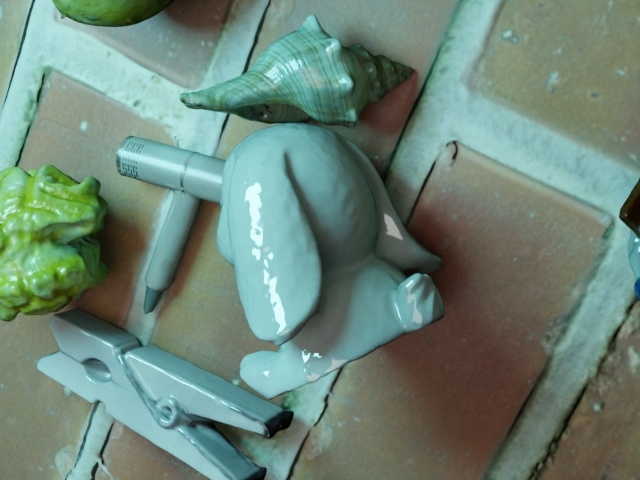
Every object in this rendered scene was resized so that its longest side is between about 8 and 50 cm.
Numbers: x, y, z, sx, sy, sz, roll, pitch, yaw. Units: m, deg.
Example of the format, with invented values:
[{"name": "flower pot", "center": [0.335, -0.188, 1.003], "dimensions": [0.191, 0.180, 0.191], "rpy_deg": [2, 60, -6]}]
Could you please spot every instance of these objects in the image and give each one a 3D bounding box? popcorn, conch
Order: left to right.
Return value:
[{"name": "popcorn", "center": [-0.340, 0.006, 1.187], "dimensions": [0.167, 0.185, 0.187], "rpy_deg": [4, 81, -1]}, {"name": "conch", "center": [-0.019, -0.177, 1.072], "dimensions": [0.234, 0.137, 0.114], "rpy_deg": [0, 77, 11]}]

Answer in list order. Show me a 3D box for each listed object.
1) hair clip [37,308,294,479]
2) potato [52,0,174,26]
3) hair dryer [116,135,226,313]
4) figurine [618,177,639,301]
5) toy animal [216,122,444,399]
[{"name": "hair clip", "center": [-0.200, 0.192, 1.233], "dimensions": [0.330, 0.085, 0.101], "rpy_deg": [25, 108, 19]}, {"name": "potato", "center": [-0.175, -0.356, 1.023], "dimensions": [0.173, 0.210, 0.307], "rpy_deg": [41, 122, -16]}, {"name": "hair dryer", "center": [-0.158, 0.002, 1.189], "dimensions": [0.195, 0.053, 0.220], "rpy_deg": [15, 108, 15]}, {"name": "figurine", "center": [0.374, 0.045, 0.850], "dimensions": [0.204, 0.338, 0.283], "rpy_deg": [-23, 82, 19]}, {"name": "toy animal", "center": [0.000, 0.000, 1.039], "dimensions": [0.206, 0.271, 0.265], "rpy_deg": [-29, 81, 44]}]
